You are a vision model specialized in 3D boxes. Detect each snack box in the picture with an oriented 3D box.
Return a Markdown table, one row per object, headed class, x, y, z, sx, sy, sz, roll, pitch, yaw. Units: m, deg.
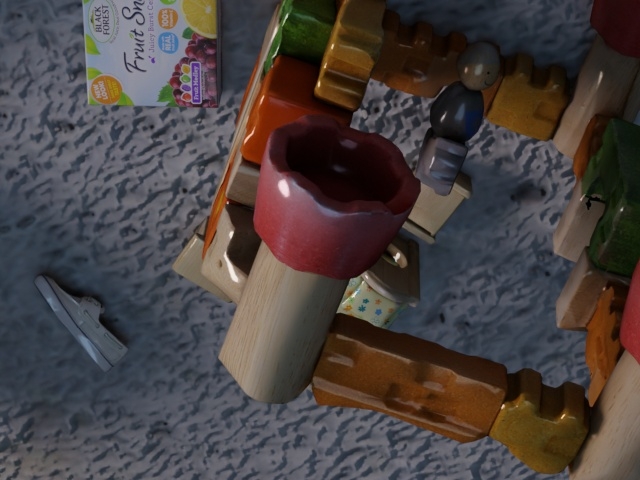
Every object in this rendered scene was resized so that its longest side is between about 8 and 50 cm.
| class | x | y | z | sx | sy | sz | roll | pitch | yaw |
| --- | --- | --- | --- | --- | --- | --- | --- | --- | --- |
| snack box | -0.124 | -0.169 | 1.287 | 0.100 | 0.037 | 0.141 | 2 | 118 | 3 |

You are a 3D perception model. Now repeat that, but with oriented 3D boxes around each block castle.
| class | x | y | z | sx | sy | sz | roll | pitch | yaw |
| --- | --- | --- | --- | --- | --- | --- | --- | --- | --- |
| block castle | 0.109 | -0.079 | 1.099 | 0.303 | 0.453 | 0.213 | 18 | 125 | -6 |

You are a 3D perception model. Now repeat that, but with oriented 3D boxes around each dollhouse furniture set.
| class | x | y | z | sx | sy | sz | roll | pitch | yaw |
| --- | --- | --- | --- | --- | --- | --- | --- | --- | --- |
| dollhouse furniture set | 0.000 | 0.000 | 1.337 | 0.161 | 0.101 | 0.182 | 31 | 115 | -14 |

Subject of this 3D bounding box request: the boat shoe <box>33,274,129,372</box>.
| class | x | y | z | sx | sy | sz | roll | pitch | yaw |
| --- | --- | --- | --- | --- | --- | --- | --- | --- | --- |
| boat shoe | -0.192 | 0.061 | 1.420 | 0.035 | 0.035 | 0.100 | -40 | 108 | -8 |
